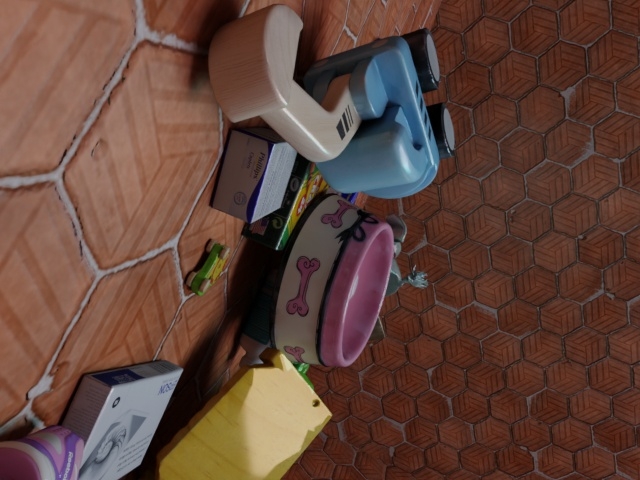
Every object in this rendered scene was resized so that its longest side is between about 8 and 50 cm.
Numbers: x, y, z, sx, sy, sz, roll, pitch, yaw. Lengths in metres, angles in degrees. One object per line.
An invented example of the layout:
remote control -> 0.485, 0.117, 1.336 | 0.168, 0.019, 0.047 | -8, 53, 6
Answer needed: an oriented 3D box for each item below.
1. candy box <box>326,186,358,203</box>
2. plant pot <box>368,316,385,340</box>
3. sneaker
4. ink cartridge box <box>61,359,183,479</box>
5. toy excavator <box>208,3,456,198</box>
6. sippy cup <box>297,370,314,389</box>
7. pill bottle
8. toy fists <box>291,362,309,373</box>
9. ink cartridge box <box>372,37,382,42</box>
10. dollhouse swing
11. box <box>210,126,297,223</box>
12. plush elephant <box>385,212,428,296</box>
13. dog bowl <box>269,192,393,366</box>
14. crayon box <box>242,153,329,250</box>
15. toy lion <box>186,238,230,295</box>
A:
candy box -> 0.000, 0.000, 1.433 | 0.268, 0.122, 0.318 | -58, 166, -52
plant pot -> 0.048, 0.228, 1.363 | 0.215, 0.230, 0.216 | -20, 90, -89
sneaker -> -0.298, 0.289, 0.452 | 0.104, 0.095, 0.237 | -60, 171, -84
ink cartridge box -> -0.289, 0.281, 0.614 | 0.223, 0.045, 0.224 | 62, 51, -79
toy excavator -> 0.052, -0.190, 0.714 | 0.433, 0.222, 0.445 | 62, 34, -35
sippy cup -> -0.174, 0.514, 1.335 | 0.224, 0.239, 0.306 | 59, 47, -57
pill bottle -> -0.117, 0.218, 1.182 | 0.146, 0.146, 0.264 | 64, 49, -79
toy fists -> -0.113, 0.366, 1.448 | 0.279, 0.142, 0.096 | 88, 24, -45
ink cartridge box -> 0.157, -0.498, 1.387 | 0.097, 0.046, 0.207 | -55, 165, -52
dollhouse swing -> -0.211, 0.402, 0.990 | 0.347, 0.304, 0.315 | -44, 120, -21
box -> -0.098, -0.108, 0.715 | 0.137, 0.072, 0.126 | -45, 156, -70
plush elephant -> 0.187, 0.051, 1.554 | 0.256, 0.329, 0.272 | -93, -172, -52
dog bowl -> 0.047, 0.105, 1.052 | 0.408, 0.150, 0.409 | -49, 148, -46
crayon box -> -0.057, -0.081, 1.013 | 0.318, 0.081, 0.203 | 11, 101, -82
toy lion -> -0.181, 0.048, 0.756 | 0.096, 0.034, 0.100 | 112, 4, -65
